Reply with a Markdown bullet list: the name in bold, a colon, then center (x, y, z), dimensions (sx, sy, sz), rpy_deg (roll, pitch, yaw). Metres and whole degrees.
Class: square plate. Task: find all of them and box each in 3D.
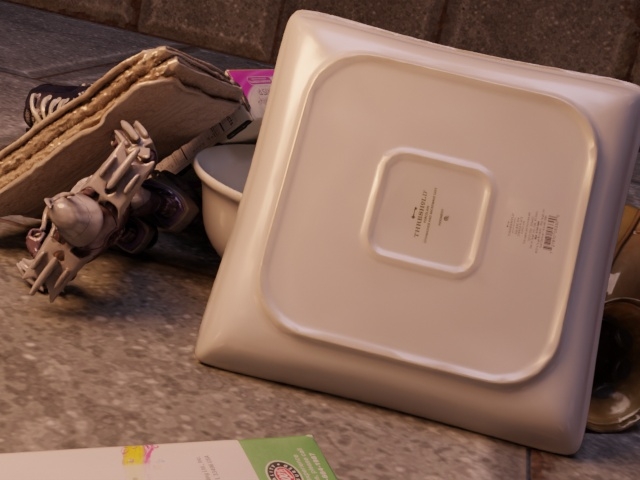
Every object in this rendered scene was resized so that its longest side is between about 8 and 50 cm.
- **square plate**: center (0.095, -0.022, 0.887), dimensions (0.344, 0.347, 0.049), rpy_deg (14, -12, 5)

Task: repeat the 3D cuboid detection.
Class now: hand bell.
- **hand bell**: center (0.223, 0.099, 1.019), dimensions (0.126, 0.126, 0.242), rpy_deg (5, 5, -23)

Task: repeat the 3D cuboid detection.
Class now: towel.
- **towel**: center (-0.224, -0.100, 1.055), dimensions (0.049, 0.282, 0.187), rpy_deg (62, 17, 12)

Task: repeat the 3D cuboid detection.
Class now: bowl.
- **bowl**: center (0.000, 0.000, 1.074), dimensions (0.298, 0.134, 0.298), rpy_deg (11, 16, -3)

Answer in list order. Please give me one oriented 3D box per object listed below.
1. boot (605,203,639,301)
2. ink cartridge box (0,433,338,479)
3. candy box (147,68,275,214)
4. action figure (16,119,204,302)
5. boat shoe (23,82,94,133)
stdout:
- **boot**: center (0.423, 0.070, 1.068), dimensions (0.269, 0.089, 0.236), rpy_deg (22, 48, 19)
- **ink cartridge box**: center (-0.080, 0.177, 0.472), dimensions (0.212, 0.093, 0.154), rpy_deg (4, 29, -29)
- **candy box**: center (-0.133, -0.119, 1.229), dimensions (0.159, 0.233, 0.071), rpy_deg (-17, 77, -60)
- **action figure**: center (-0.210, -0.027, 0.988), dimensions (0.099, 0.185, 0.285), rpy_deg (49, 7, 5)
- **boat shoe**: center (-0.346, -0.155, 1.395), dimensions (0.158, 0.127, 0.340), rpy_deg (5, 9, -1)
